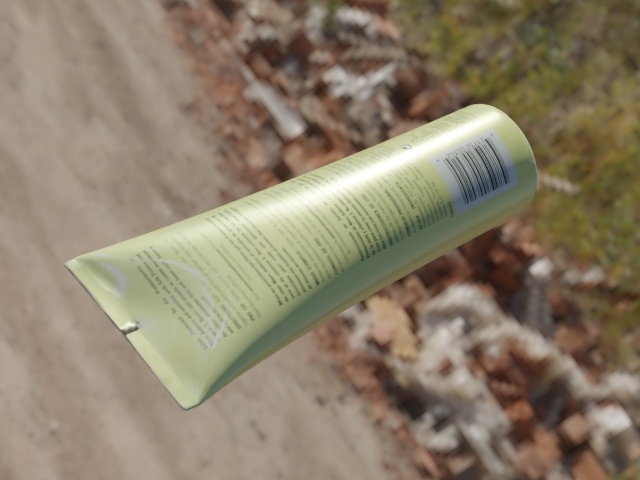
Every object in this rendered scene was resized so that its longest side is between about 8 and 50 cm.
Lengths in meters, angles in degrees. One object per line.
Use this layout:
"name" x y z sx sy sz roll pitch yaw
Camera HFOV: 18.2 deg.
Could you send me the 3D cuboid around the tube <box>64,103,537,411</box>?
"tube" 0.000 0.000 0.945 0.240 0.070 0.062 -26 111 -36
